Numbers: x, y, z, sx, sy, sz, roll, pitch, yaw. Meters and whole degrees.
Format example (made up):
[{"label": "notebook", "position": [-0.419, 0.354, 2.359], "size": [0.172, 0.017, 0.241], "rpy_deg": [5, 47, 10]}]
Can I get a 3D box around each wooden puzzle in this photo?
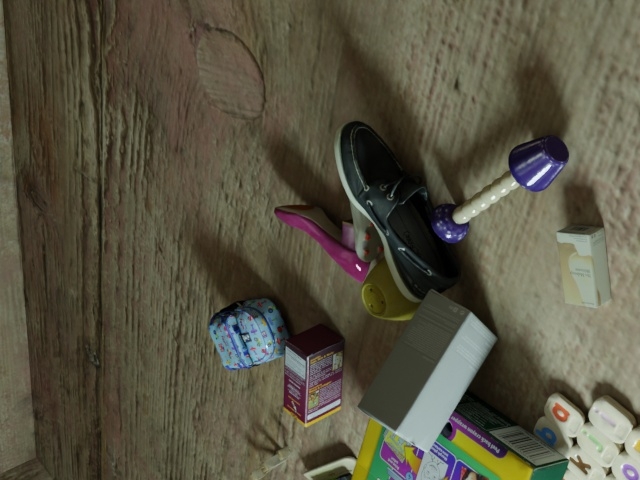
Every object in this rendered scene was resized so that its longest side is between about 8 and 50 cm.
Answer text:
[{"label": "wooden puzzle", "position": [0.061, 0.616, 2.069], "size": [0.221, 0.044, 0.238], "rpy_deg": [-38, 77, 53]}]

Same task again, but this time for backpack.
[{"label": "backpack", "position": [-0.154, 0.213, 2.081], "size": [0.173, 0.117, 0.158], "rpy_deg": [-14, 97, 51]}]

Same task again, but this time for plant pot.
[{"label": "plant pot", "position": [0.130, 0.092, 1.669], "size": [0.134, 0.095, 0.134], "rpy_deg": [27, 127, 43]}]

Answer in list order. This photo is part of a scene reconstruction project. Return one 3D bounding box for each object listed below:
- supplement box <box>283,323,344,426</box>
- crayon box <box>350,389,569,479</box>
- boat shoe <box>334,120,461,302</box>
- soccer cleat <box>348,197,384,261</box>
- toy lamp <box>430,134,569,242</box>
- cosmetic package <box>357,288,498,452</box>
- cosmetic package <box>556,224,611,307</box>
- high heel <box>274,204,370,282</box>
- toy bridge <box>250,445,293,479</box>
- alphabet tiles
[{"label": "supplement box", "position": [-0.015, 0.287, 1.948], "size": [0.081, 0.104, 0.188], "rpy_deg": [30, 129, 41]}, {"label": "crayon box", "position": [0.225, 0.433, 1.623], "size": [0.363, 0.106, 0.313], "rpy_deg": [32, 114, 46]}, {"label": "boat shoe", "position": [0.139, -0.058, 1.557], "size": [0.113, 0.127, 0.340], "rpy_deg": [-19, 94, 53]}, {"label": "soccer cleat", "position": [0.084, -0.059, 1.682], "size": [0.076, 0.068, 0.196], "rpy_deg": [22, 117, 49]}, {"label": "toy lamp", "position": [0.276, -0.078, 1.414], "size": [0.080, 0.080, 0.275], "rpy_deg": [62, 146, 9]}, {"label": "cosmetic package", "position": [0.181, 0.221, 1.536], "size": [0.107, 0.238, 0.127], "rpy_deg": [30, 171, 42]}, {"label": "cosmetic package", "position": [0.390, 0.037, 1.353], "size": [0.060, 0.041, 0.115], "rpy_deg": [6, 112, 50]}, {"label": "high heel", "position": [0.000, 0.000, 1.804], "size": [0.244, 0.082, 0.117], "rpy_deg": [15, 109, 33]}, {"label": "toy bridge", "position": [-0.111, 0.539, 2.235], "size": [0.026, 0.063, 0.188], "rpy_deg": [58, 142, 14]}, {"label": "alphabet tiles", "position": [0.455, 0.384, 1.463], "size": [0.278, 0.021, 0.284], "rpy_deg": [40, 136, 32]}]
